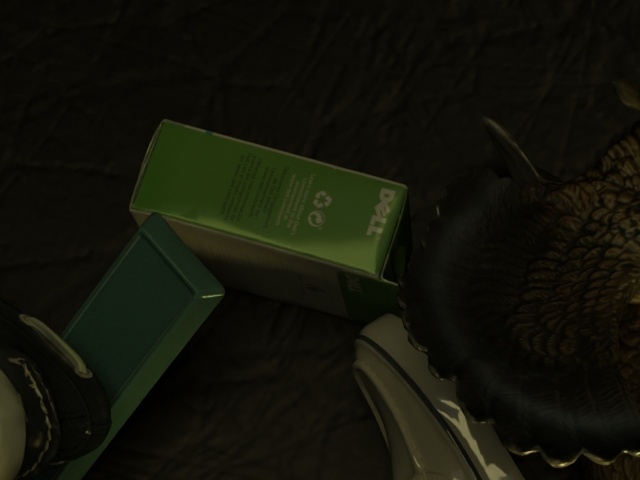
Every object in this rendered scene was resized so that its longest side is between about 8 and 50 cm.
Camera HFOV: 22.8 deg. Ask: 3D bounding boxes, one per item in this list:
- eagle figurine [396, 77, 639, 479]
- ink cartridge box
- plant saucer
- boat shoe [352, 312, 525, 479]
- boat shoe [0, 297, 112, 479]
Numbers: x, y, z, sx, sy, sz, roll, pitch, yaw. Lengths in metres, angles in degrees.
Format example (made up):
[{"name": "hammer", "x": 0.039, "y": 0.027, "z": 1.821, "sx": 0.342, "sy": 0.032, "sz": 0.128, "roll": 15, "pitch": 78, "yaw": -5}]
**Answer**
[{"name": "eagle figurine", "x": 0.160, "y": 0.037, "z": 0.861, "sx": 0.226, "sy": 0.225, "sz": 0.298, "roll": 29, "pitch": 66, "yaw": 3}, {"name": "ink cartridge box", "x": 0.000, "y": 0.000, "z": 0.952, "sx": 0.209, "sy": 0.109, "sz": 0.062, "roll": 15, "pitch": 72, "yaw": 11}, {"name": "plant saucer", "x": -0.131, "y": 0.074, "z": 0.927, "sx": 0.067, "sy": 0.018, "sz": 0.192, "roll": 47, "pitch": 116, "yaw": 19}, {"name": "boat shoe", "x": 0.075, "y": 0.169, "z": 0.894, "sx": 0.088, "sy": 0.096, "sz": 0.267, "roll": -27, "pitch": 78, "yaw": -10}, {"name": "boat shoe", "x": -0.248, "y": 0.062, "z": 0.947, "sx": 0.302, "sy": 0.091, "sz": 0.114, "roll": 31, "pitch": 114, "yaw": 35}]
